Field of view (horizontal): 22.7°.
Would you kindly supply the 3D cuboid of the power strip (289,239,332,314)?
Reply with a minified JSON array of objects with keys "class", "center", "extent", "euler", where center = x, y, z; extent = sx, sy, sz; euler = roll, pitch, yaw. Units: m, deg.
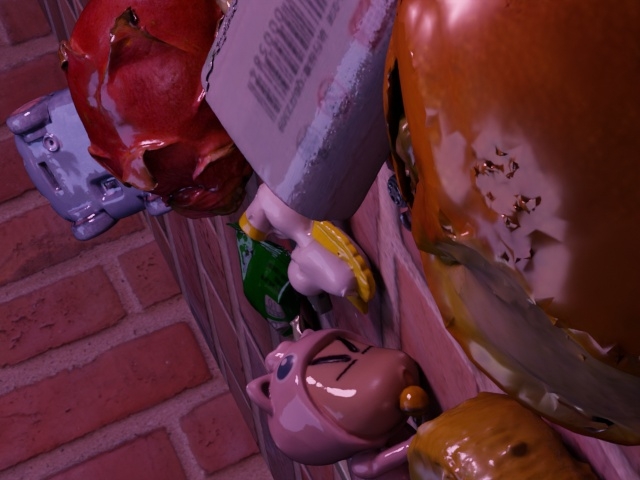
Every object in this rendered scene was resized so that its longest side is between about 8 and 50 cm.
[{"class":"power strip","center":[-0.017,0.028,1.973],"extent":[0.051,0.019,0.136],"euler":[-130,20,-62]}]

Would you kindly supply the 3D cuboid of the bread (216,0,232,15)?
[{"class":"bread","center":[-0.048,-0.272,1.318],"extent":[0.266,0.178,0.142],"euler":[59,135,25]}]

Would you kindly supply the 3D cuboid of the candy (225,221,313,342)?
[{"class":"candy","center":[-0.060,0.069,2.124],"extent":[0.141,0.078,0.203],"euler":[57,170,44]}]

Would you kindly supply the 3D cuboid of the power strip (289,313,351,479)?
[{"class":"power strip","center":[0.041,0.207,1.864],"extent":[0.053,0.093,0.288],"euler":[84,160,-65]}]

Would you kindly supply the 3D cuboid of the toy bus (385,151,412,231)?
[{"class":"toy bus","center":[0.074,-0.098,1.148],"extent":[0.174,0.079,0.077],"euler":[69,160,-4]}]

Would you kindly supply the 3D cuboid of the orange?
[{"class":"orange","center":[0.133,-0.046,0.579],"extent":[0.240,0.240,0.240],"euler":[157,90,-79]}]

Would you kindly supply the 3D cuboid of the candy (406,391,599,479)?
[{"class":"candy","center":[0.170,0.248,1.297],"extent":[0.260,0.118,0.260],"euler":[58,169,19]}]

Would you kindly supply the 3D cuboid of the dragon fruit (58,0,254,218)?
[{"class":"dragon fruit","center":[-0.174,-0.183,1.790],"extent":[0.250,0.250,0.315],"euler":[-146,51,-71]}]

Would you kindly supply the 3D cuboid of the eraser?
[{"class":"eraser","center":[0.010,-0.151,1.076],"extent":[0.174,0.081,0.227],"euler":[57,139,30]}]

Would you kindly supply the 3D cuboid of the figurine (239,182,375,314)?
[{"class":"figurine","center":[-0.003,0.004,1.698],"extent":[0.129,0.109,0.178],"euler":[-27,89,57]}]

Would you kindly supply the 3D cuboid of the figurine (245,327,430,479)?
[{"class":"figurine","center":[0.068,0.200,1.670],"extent":[0.287,0.176,0.186],"euler":[49,123,11]}]

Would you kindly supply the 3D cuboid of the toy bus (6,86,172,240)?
[{"class":"toy bus","center":[-0.253,-0.151,2.137],"extent":[0.197,0.294,0.232],"euler":[60,-144,-16]}]
